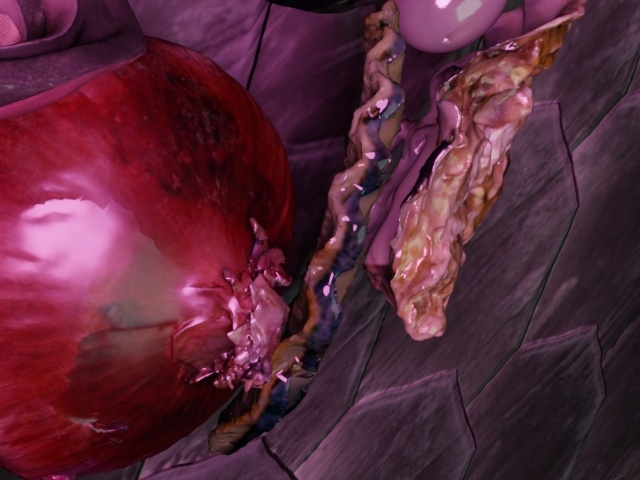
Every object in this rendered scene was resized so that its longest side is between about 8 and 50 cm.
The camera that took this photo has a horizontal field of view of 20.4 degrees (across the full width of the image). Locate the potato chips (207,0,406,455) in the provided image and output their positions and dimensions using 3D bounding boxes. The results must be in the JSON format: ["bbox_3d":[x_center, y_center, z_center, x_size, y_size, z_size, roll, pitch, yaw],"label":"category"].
[{"bbox_3d":[0.000,0.000,1.518,0.429,0.070,0.358,111,-2,-62],"label":"potato chips"}]

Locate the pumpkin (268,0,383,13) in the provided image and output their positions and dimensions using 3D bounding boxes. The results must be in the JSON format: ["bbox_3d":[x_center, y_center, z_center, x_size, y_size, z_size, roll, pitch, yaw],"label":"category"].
[{"bbox_3d":[0.016,-0.291,1.289,0.250,0.216,0.250,-14,151,-8],"label":"pumpkin"}]

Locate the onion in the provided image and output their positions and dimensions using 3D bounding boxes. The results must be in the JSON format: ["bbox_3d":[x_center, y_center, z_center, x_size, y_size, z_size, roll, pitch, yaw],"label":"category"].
[{"bbox_3d":[-0.129,0.020,1.286,0.348,0.285,0.347,-30,130,-43],"label":"onion"}]

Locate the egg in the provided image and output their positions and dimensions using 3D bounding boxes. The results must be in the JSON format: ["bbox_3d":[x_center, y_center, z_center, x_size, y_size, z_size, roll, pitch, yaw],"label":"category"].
[{"bbox_3d":[0.117,-0.228,1.589,0.135,0.103,0.103,-51,150,-14],"label":"egg"}]

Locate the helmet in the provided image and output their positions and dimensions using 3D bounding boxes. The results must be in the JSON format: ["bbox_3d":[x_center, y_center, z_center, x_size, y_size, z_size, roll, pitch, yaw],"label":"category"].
[{"bbox_3d":[-0.242,-0.149,1.072,0.154,0.198,0.253,-32,165,18],"label":"helmet"}]

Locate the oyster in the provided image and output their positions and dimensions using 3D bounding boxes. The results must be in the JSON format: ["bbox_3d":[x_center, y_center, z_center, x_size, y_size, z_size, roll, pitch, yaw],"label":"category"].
[{"bbox_3d":[0.129,-0.076,1.635,0.238,0.115,0.351,138,-28,-75],"label":"oyster"}]
